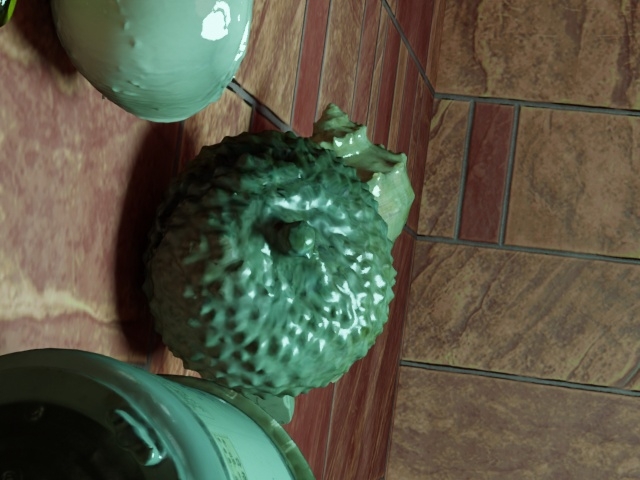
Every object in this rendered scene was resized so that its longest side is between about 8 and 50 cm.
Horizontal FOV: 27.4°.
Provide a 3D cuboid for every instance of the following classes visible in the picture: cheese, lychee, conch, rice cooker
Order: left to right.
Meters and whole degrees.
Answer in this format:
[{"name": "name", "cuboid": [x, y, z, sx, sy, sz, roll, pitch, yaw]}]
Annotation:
[{"name": "rice cooker", "cuboid": [-0.142, 0.204, 0.859, 0.264, 0.316, 0.316, -46, 165, 0]}, {"name": "cheese", "cuboid": [-0.123, -0.193, 0.964, 0.189, 0.154, 0.198, 174, -80, -82]}, {"name": "lychee", "cuboid": [-0.055, 0.024, 1.256, 0.274, 0.255, 0.255, 165, -65, -69]}, {"name": "conch", "cuboid": [-0.010, -0.005, 1.564, 0.263, 0.186, 0.324, -106, -147, -76]}]

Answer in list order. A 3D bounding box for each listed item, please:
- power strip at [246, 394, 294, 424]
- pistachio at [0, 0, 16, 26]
[{"name": "power strip", "cuboid": [-0.077, 0.143, 1.539, 0.227, 0.080, 0.029, 84, 15, -46]}, {"name": "pistachio", "cuboid": [-0.204, -0.213, 0.834, 0.089, 0.049, 0.173, 128, -26, -63]}]
